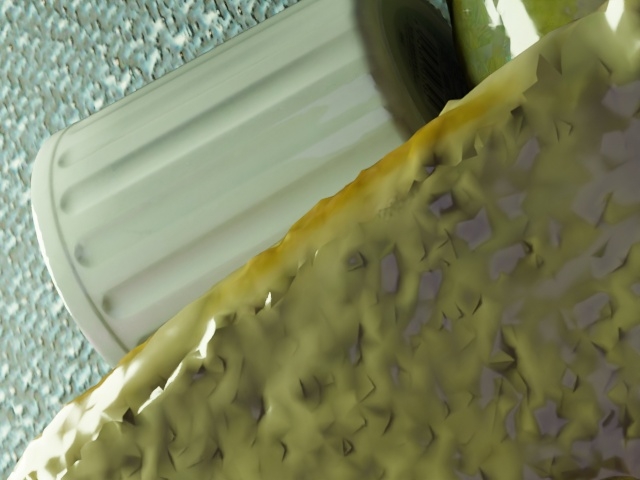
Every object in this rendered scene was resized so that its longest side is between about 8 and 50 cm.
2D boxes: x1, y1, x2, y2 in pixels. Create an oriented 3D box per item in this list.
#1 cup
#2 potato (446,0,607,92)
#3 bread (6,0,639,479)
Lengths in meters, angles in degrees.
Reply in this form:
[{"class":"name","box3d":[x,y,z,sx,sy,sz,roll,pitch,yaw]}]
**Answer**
[{"class":"cup","box3d":[-0.002,-0.012,0.889,0.202,0.221,0.167,-29,37,24]},{"class":"potato","box3d":[0.124,-0.133,0.798,0.169,0.144,0.248,115,143,-51]},{"class":"bread","box3d":[0.140,0.106,0.642,0.390,0.371,0.279,-40,68,22]}]
